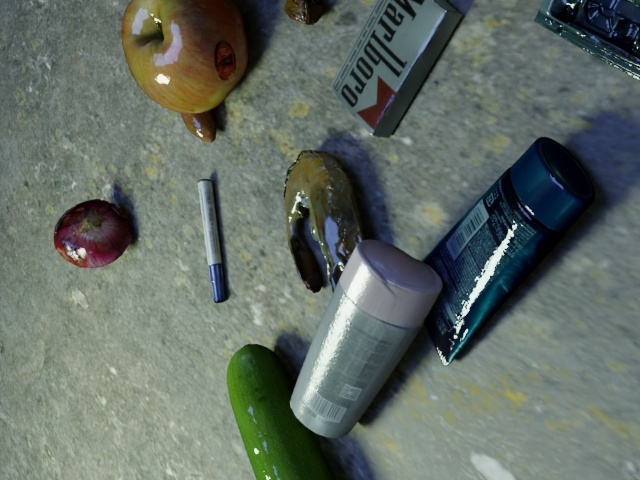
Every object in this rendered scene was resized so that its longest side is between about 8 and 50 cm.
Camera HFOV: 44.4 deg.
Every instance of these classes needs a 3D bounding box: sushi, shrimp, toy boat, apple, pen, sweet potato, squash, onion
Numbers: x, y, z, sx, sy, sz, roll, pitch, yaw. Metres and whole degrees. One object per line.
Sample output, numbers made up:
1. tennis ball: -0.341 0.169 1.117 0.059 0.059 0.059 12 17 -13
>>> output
1. sushi: -0.022 -0.324 1.070 0.099 0.050 0.047 51 130 50
2. shrimp: -0.001 0.000 1.039 0.173 0.058 0.253 -32 65 53
3. toy boat: 0.284 -0.181 0.658 0.246 0.103 0.092 45 122 38
4. apple: -0.202 -0.300 1.203 0.210 0.164 0.209 -2 87 38
5. pen: -0.175 0.000 1.271 0.025 0.025 0.204 -21 74 48
6. sweet potato: -0.225 -0.233 1.321 0.214 0.050 0.050 53 128 42
7. squash: -0.039 0.299 1.040 0.101 0.101 0.378 -52 53 36
8. onion: -0.436 0.004 1.530 0.140 0.150 0.150 91 154 -54

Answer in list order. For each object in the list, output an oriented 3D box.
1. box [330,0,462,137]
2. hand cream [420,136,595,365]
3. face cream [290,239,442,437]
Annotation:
1. box: 0.086 -0.228 0.948 0.115 0.036 0.177 55 128 35
2. hand cream: 0.174 0.014 0.825 0.270 0.061 0.120 -55 48 41
3. face cream: 0.045 0.124 0.929 0.107 0.073 0.269 26 126 4
